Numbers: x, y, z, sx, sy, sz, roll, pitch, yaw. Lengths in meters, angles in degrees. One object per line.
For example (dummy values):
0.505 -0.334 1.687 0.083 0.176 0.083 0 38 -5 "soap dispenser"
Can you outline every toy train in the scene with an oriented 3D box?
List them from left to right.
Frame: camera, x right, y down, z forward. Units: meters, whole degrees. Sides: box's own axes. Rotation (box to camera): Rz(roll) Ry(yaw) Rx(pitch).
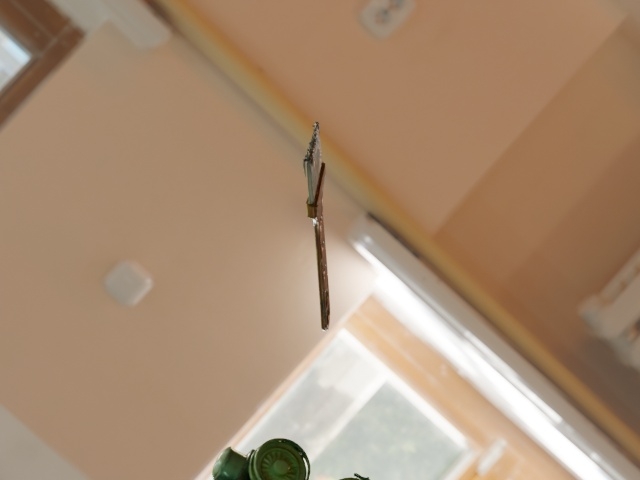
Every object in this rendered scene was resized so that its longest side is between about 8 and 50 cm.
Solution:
-0.046 0.409 1.879 0.272 0.188 0.159 31 146 -6 "toy train"

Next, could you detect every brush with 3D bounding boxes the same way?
0.000 0.000 1.658 0.017 0.090 0.314 4 131 8 "brush"
